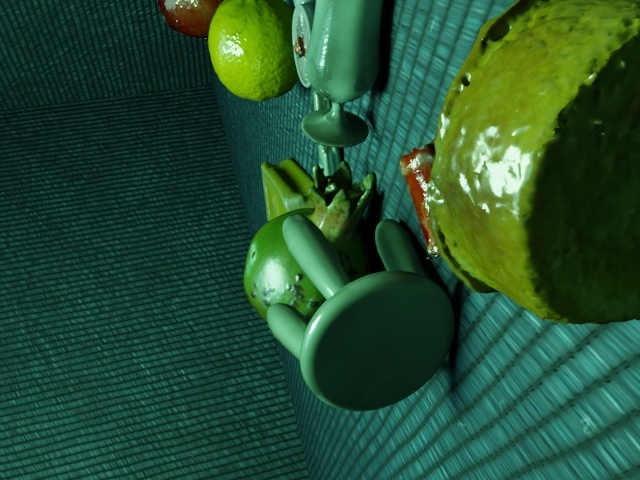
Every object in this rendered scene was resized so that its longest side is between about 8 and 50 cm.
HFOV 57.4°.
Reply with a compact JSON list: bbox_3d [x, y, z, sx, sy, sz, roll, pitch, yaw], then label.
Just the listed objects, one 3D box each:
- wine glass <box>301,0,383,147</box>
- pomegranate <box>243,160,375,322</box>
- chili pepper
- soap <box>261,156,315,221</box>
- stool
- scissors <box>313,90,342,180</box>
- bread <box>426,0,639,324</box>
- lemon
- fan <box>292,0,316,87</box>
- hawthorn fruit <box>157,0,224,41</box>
[{"bbox_3d":[0.030,-0.246,0.781,0.231,0.103,0.103,95,161,-44],"label":"wine glass"},{"bbox_3d":[-0.014,0.032,0.939,0.286,0.230,0.231,106,152,-53],"label":"pomegranate"},{"bbox_3d":[0.125,-0.045,0.608,0.070,0.073,0.123,-16,86,35],"label":"chili pepper"},{"bbox_3d":[-0.066,-0.067,1.400,0.315,0.091,0.200,-124,25,-63],"label":"soap"},{"bbox_3d":[0.041,0.083,0.755,0.199,0.195,0.196,-126,42,-54],"label":"stool"},{"bbox_3d":[0.019,-0.132,1.066,0.138,0.041,0.290,-118,20,-67],"label":"scissors"},{"bbox_3d":[0.146,-0.045,0.374,0.143,0.139,0.229,-140,39,-59],"label":"bread"},{"bbox_3d":[-0.123,-0.383,1.154,0.231,0.192,0.192,89,165,-45],"label":"lemon"},{"bbox_3d":[-0.018,-0.376,0.959,0.130,0.074,0.245,162,98,-78],"label":"fan"},{"bbox_3d":[-0.257,-0.642,1.422,0.265,0.264,0.308,-129,42,-66],"label":"hawthorn fruit"}]
